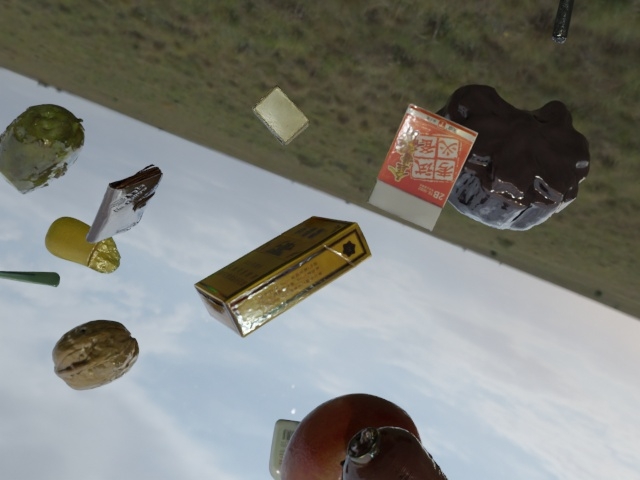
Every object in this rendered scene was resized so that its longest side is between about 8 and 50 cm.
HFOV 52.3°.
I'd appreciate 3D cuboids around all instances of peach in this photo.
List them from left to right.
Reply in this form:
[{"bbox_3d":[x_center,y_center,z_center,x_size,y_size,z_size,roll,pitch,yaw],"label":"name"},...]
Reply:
[{"bbox_3d":[0.071,0.504,1.479,0.333,0.307,0.308,-21,-169,-6],"label":"peach"}]

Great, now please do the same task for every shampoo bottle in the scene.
[{"bbox_3d":[-0.088,0.605,1.780,0.108,0.220,0.051,12,164,-16],"label":"shampoo bottle"}]

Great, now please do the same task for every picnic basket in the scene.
[{"bbox_3d":[-0.126,-0.395,2.065,0.164,0.115,0.079,48,-179,-8],"label":"picnic basket"}]

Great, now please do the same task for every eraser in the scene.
[{"bbox_3d":[0.214,-0.155,1.390,0.157,0.230,0.038,23,-171,-2],"label":"eraser"}]

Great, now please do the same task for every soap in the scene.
[{"bbox_3d":[-0.489,0.007,1.347,0.169,0.089,0.033,19,171,7],"label":"soap"}]

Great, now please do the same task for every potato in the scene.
[{"bbox_3d":[-0.587,-0.175,1.329,0.298,0.176,0.141,-21,112,45],"label":"potato"}]

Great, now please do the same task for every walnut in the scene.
[{"bbox_3d":[-0.657,0.330,1.893,0.198,0.245,0.198,156,90,-82],"label":"walnut"}]

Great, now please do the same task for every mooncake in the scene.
[{"bbox_3d":[0.450,-0.201,1.561,0.381,0.350,0.212,2,155,-13],"label":"mooncake"}]

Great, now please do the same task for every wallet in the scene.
[{"bbox_3d":[-0.302,-0.052,1.004,0.095,0.176,0.026,-28,-101,-40],"label":"wallet"}]

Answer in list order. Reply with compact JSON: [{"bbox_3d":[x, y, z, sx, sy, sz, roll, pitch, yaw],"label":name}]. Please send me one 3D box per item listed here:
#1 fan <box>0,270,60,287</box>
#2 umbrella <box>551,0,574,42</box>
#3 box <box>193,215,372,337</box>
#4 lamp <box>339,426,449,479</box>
[{"bbox_3d":[-0.624,0.070,1.308,0.193,0.016,0.038,8,-141,-31],"label":"fan"},{"bbox_3d":[0.500,-0.471,1.333,0.031,0.133,0.036,11,-174,7],"label":"umbrella"},{"bbox_3d":[-0.075,0.060,1.273,0.193,0.302,0.084,14,132,61],"label":"box"},{"bbox_3d":[0.135,0.451,1.202,0.258,0.180,0.180,53,175,-16],"label":"lamp"}]
